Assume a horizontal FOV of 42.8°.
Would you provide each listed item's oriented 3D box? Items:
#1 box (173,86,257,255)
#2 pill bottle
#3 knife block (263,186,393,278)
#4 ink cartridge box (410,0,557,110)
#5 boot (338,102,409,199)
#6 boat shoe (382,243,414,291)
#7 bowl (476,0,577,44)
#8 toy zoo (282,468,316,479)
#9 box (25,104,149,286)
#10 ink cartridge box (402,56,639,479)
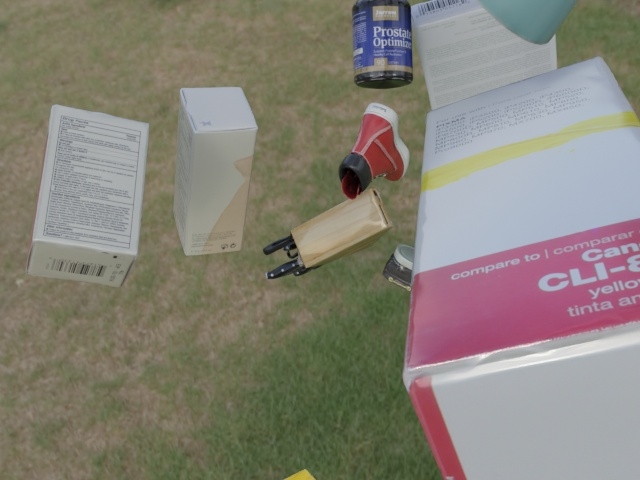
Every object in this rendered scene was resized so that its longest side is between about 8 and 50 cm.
[{"bbox_3d":[-0.212,-0.132,1.595,0.121,0.311,0.148,-5,46,-19],"label":"box"},{"bbox_3d":[0.125,-0.427,1.669,0.122,0.219,0.123,-2,1,0],"label":"pill bottle"},{"bbox_3d":[0.000,0.000,1.688,0.242,0.276,0.088,-21,82,-14],"label":"knife block"},{"bbox_3d":[0.395,-0.418,1.931,0.308,0.385,0.091,-14,50,7],"label":"ink cartridge box"},{"bbox_3d":[0.100,-0.139,1.627,0.088,0.244,0.176,20,74,21],"label":"boot"},{"bbox_3d":[0.225,0.088,1.532,0.227,0.069,0.081,29,29,-7],"label":"boat shoe"},{"bbox_3d":[0.299,-0.461,1.193,0.311,0.163,0.312,28,43,-29],"label":"bowl"},{"bbox_3d":[-0.031,0.459,1.164,0.192,0.030,0.293,-32,56,-25],"label":"toy zoo"},{"bbox_3d":[-0.350,-0.065,1.233,0.148,0.127,0.232,10,61,-20],"label":"box"},{"bbox_3d":[0.180,0.068,0.568,0.160,0.279,0.385,-16,24,17],"label":"ink cartridge box"}]
